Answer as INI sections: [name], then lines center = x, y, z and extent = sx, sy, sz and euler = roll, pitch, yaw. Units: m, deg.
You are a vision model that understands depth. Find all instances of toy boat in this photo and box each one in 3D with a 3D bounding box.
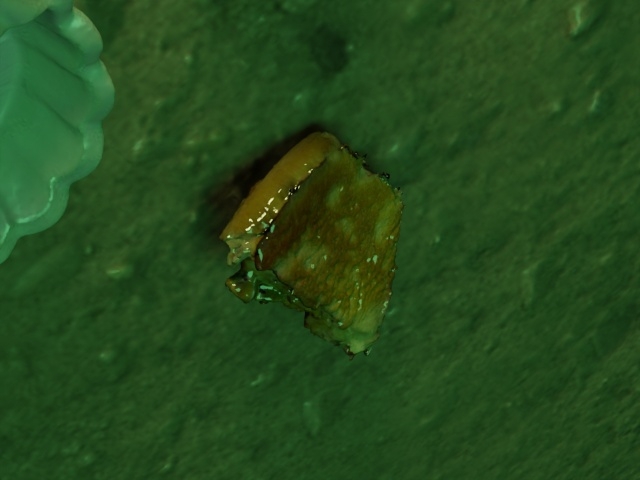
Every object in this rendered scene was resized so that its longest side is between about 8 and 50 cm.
[toy boat]
center = -0.232, -0.097, 1.140
extent = 0.199, 0.100, 0.290
euler = -29, 150, -24

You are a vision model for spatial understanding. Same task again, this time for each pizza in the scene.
[pizza]
center = 0.000, 0.000, 1.481
extent = 0.147, 0.069, 0.226
euler = -61, 145, -3
